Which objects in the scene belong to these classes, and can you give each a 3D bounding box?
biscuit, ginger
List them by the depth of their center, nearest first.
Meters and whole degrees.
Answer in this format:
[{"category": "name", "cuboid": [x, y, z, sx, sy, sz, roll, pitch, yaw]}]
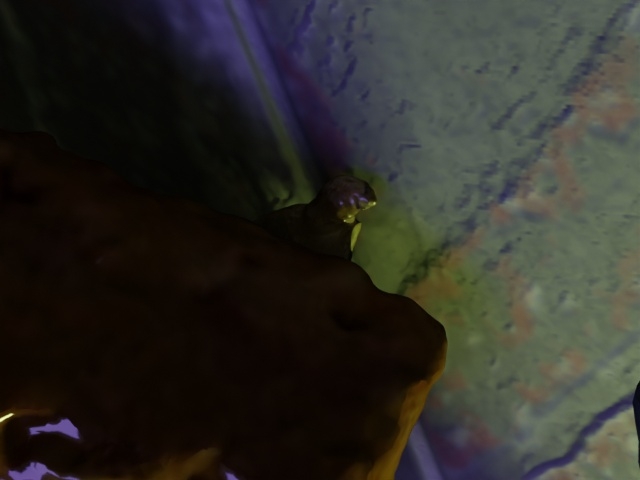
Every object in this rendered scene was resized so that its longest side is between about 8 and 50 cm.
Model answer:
[{"category": "ginger", "cuboid": [0.001, 0.000, 0.719, 0.097, 0.030, 0.048, -25, 86, 48]}, {"category": "biscuit", "cuboid": [-0.174, 0.078, 0.743, 0.395, 0.166, 0.342, 22, 154, -9]}]

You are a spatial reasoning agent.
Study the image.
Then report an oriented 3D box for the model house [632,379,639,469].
[{"category": "model house", "cuboid": [0.252, 0.056, 0.368, 0.190, 0.271, 0.301, 29, 161, 43]}]
